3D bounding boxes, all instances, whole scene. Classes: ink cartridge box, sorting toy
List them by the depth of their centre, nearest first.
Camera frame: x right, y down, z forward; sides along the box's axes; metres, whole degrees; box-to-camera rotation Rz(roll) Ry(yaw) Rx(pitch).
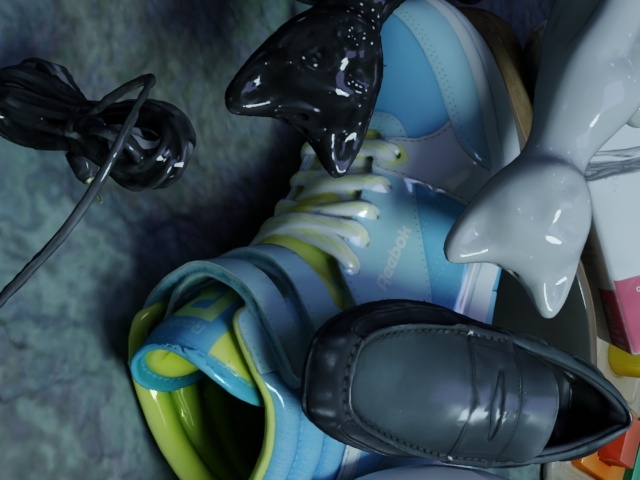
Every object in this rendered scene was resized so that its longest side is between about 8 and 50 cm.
[{"bbox_3d":[0.210,-0.044,0.811,0.158,0.092,0.218,2,71,-85],"label":"ink cartridge box"},{"bbox_3d":[0.256,0.135,0.948,0.347,0.047,0.196,34,64,-39],"label":"sorting toy"}]

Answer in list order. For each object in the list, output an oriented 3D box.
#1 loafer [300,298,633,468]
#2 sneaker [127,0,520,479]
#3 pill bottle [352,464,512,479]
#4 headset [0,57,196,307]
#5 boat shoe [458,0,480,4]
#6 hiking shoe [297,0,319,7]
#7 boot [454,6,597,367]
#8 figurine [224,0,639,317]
[{"bbox_3d":[0.079,0.073,0.585,0.223,0.078,0.076,14,85,-48],"label":"loafer"},{"bbox_3d":[0.000,0.000,0.635,0.208,0.127,0.319,12,77,-47],"label":"sneaker"},{"bbox_3d":[0.059,0.269,0.602,0.160,0.160,0.283,-36,134,-42],"label":"pill bottle"},{"bbox_3d":[-0.208,0.030,0.404,0.394,0.185,0.243,-32,132,-36],"label":"headset"},{"bbox_3d":[0.176,-0.261,0.858,0.302,0.114,0.091,-34,111,-30],"label":"boat shoe"},{"bbox_3d":[-0.042,-0.209,0.634,0.227,0.086,0.114,38,58,-39],"label":"hiking shoe"},{"bbox_3d":[0.132,-0.009,0.795,0.115,0.112,0.305,-29,106,-55],"label":"boot"},{"bbox_3d":[0.081,-0.090,0.618,0.215,0.092,0.209,34,65,-9],"label":"figurine"}]
